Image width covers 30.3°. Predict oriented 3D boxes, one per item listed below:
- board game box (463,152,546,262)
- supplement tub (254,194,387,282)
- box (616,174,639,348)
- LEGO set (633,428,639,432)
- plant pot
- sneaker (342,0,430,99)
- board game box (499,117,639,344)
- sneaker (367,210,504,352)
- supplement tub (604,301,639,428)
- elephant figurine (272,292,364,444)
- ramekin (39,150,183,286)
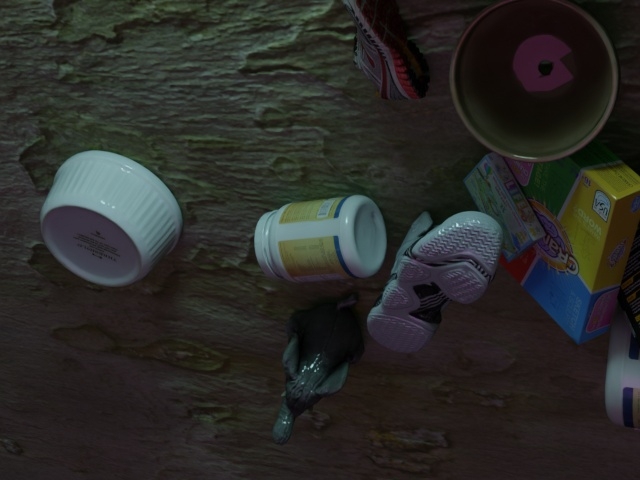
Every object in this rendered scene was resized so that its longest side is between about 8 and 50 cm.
[{"bbox_3d":[0.288,-0.053,1.860,0.154,0.026,0.103,63,158,12],"label":"board game box"},{"bbox_3d":[0.000,0.000,2.065,0.200,0.144,0.144,-6,129,31],"label":"supplement tub"},{"bbox_3d":[0.554,0.000,1.727,0.079,0.257,0.322,0,149,-32],"label":"box"},{"bbox_3d":[0.710,0.341,2.153,0.244,0.060,0.182,-13,138,36],"label":"LEGO set"},{"bbox_3d":[0.311,-0.238,1.675,0.237,0.110,0.237,8,111,21],"label":"plant pot"},{"bbox_3d":[0.078,-0.296,1.773,0.093,0.088,0.225,-8,128,33],"label":"sneaker"},{"bbox_3d":[0.371,-0.029,1.813,0.242,0.064,0.316,50,153,37],"label":"board game box"},{"bbox_3d":[0.201,0.020,1.934,0.137,0.210,0.366,29,141,-3],"label":"sneaker"},{"bbox_3d":[0.633,0.207,1.901,0.316,0.228,0.228,6,134,21],"label":"supplement tub"},{"bbox_3d":[-0.010,0.246,2.244,0.169,0.239,0.186,-3,130,29],"label":"elephant figurine"},{"bbox_3d":[-0.408,-0.030,2.246,0.273,0.127,0.273,13,136,13],"label":"ramekin"}]
